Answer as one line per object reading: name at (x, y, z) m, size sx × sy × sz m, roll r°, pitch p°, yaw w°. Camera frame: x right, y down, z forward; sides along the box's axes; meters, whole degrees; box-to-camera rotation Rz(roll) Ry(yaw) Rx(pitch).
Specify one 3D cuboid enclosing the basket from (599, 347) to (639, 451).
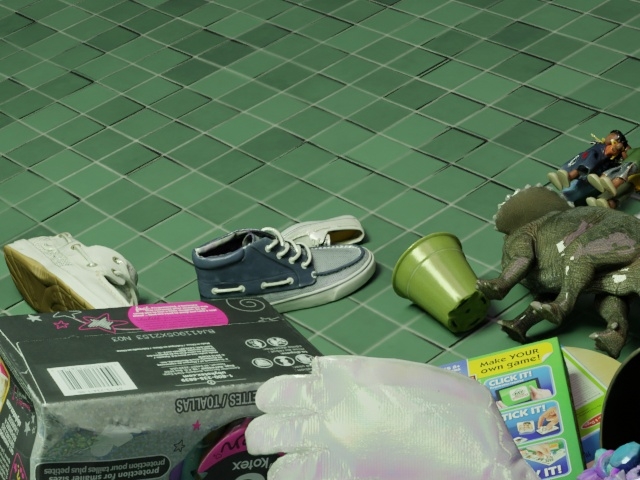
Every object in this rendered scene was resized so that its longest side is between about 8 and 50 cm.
basket at (0.353, 0.127, 1.297) m, size 0.154 × 0.204 × 0.227 m, roll 23°, pitch 36°, yaw 36°

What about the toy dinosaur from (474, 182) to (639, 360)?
toy dinosaur at (0.249, 0.020, 1.503) m, size 0.313 × 0.121 × 0.160 m, roll 7°, pitch 57°, yaw 50°

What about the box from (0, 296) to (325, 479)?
box at (-0.129, 0.147, 1.271) m, size 0.247 × 0.142 × 0.163 m, roll -4°, pitch 23°, yaw -27°

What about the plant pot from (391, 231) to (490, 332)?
plant pot at (0.125, 0.048, 1.579) m, size 0.083 × 0.083 × 0.079 m, roll -23°, pitch 46°, yaw -18°

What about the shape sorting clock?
shape sorting clock at (0.187, 0.167, 1.400) m, size 0.206 × 0.040 × 0.206 m, roll -15°, pitch 31°, yaw 9°

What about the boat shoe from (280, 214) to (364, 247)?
boat shoe at (0.000, 0.000, 1.722) m, size 0.100 × 0.035 × 0.035 m, roll -13°, pitch 29°, yaw -15°

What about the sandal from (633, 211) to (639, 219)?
sandal at (0.370, 0.027, 1.528) m, size 0.102 × 0.076 × 0.265 m, roll -29°, pitch 22°, yaw -10°

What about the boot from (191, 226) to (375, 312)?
boot at (-0.036, 0.023, 1.646) m, size 0.190 × 0.086 × 0.069 m, roll -19°, pitch 33°, yaw -12°

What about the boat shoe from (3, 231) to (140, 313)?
boat shoe at (-0.232, 0.048, 1.654) m, size 0.096 × 0.098 × 0.277 m, roll -28°, pitch 35°, yaw -24°

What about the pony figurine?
pony figurine at (0.129, 0.239, 1.052) m, size 0.351 × 0.303 × 0.363 m, roll -3°, pitch 11°, yaw -1°

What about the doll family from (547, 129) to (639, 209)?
doll family at (0.308, -0.076, 1.671) m, size 0.111 × 0.076 × 0.193 m, roll -39°, pitch 22°, yaw -15°

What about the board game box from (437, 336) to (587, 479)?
board game box at (0.063, 0.197, 1.344) m, size 0.317 × 0.046 × 0.213 m, roll -15°, pitch 32°, yaw 10°
